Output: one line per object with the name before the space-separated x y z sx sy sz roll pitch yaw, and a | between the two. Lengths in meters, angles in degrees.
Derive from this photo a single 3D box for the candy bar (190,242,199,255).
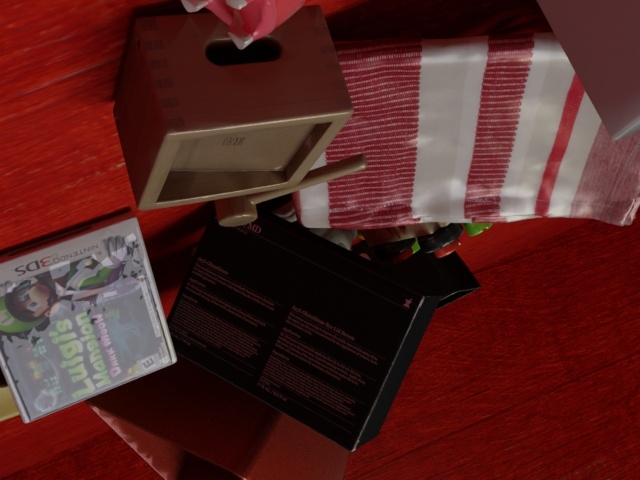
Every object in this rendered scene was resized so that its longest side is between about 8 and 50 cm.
candy bar | -0.149 0.024 1.210 0.040 0.018 0.161 -27 169 -5

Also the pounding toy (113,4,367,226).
pounding toy | -0.055 -0.086 0.657 0.181 0.094 0.206 -11 165 -23

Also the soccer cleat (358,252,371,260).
soccer cleat | -0.051 0.084 1.344 0.331 0.116 0.143 -4 -146 44

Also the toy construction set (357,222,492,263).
toy construction set | 0.145 -0.075 0.987 0.215 0.151 0.327 -34 173 -22

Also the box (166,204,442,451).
box | -0.024 0.087 0.995 0.184 0.261 0.103 -66 161 8

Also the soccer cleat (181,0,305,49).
soccer cleat | -0.022 -0.183 0.398 0.095 0.083 0.248 -52 173 -20

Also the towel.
towel | 0.131 -0.084 0.756 0.329 0.037 0.237 -1 148 3

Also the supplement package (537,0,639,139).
supplement package | 0.270 -0.218 0.497 0.263 0.198 0.199 -22 169 -16

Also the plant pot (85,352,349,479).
plant pot | -0.095 0.224 1.185 0.235 0.267 0.267 -56 142 -25

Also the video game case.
video game case | -0.250 0.081 0.912 0.173 0.190 0.022 -21 -147 -19

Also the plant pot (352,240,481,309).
plant pot | 0.166 0.059 1.669 0.187 0.167 0.188 -28 168 21

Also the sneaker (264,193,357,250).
sneaker | 0.000 0.000 1.186 0.100 0.108 0.271 -29 172 13

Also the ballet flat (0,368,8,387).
ballet flat | -0.414 0.124 0.826 0.116 0.124 0.342 -28 168 23

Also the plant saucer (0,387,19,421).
plant saucer | -0.411 0.170 1.171 0.333 0.081 0.333 -17 168 -34
